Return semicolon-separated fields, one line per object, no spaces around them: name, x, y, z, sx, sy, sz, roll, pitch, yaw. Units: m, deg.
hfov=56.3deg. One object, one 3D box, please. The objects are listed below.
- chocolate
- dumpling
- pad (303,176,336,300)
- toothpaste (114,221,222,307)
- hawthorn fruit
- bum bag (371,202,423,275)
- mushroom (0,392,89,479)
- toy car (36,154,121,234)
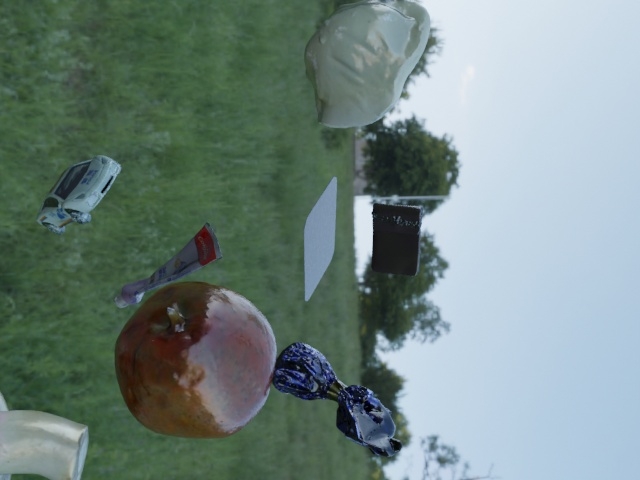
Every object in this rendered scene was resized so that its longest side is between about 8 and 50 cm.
chocolate;0.048;0.351;1.325;0.343;0.148;0.126;27;-77;35
dumpling;0.084;-0.373;1.274;0.318;0.187;0.243;-21;-112;35
pad;0.000;0.000;1.323;0.266;0.002;0.176;91;22;-45
toothpaste;-0.316;0.065;1.217;0.301;0.048;0.075;-31;-137;26
hawthorn fruit;-0.217;0.183;1.013;0.298;0.276;0.277;77;1;-53
bum bag;0.161;-0.001;1.279;0.026;0.109;0.160;-51;143;-67
mushroom;-0.620;0.379;1.025;0.315;0.356;0.315;-35;-151;23
toy car;-0.339;-0.067;0.828;0.204;0.056;0.095;-11;-132;52
